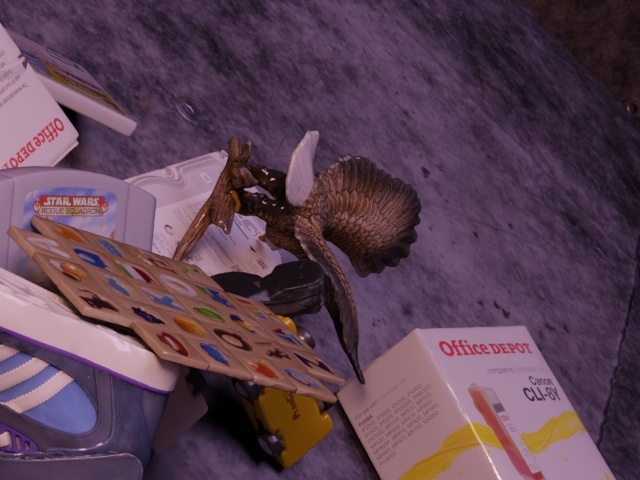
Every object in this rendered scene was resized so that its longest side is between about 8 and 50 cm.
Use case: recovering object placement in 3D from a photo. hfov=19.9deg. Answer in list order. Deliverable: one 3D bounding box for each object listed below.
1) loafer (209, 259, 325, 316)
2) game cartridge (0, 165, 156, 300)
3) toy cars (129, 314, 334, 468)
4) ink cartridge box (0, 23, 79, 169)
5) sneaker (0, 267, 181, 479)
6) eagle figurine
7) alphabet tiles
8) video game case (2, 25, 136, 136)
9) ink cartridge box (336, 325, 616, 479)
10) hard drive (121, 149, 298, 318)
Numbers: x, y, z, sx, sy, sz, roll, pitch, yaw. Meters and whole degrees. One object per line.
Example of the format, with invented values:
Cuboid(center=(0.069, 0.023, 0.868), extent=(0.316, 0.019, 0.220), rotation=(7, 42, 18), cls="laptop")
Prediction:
Cuboid(center=(-0.076, 0.071, 2.062), extent=(0.062, 0.170, 0.061), rotation=(-97, 180, -52), cls="loafer")
Cuboid(center=(-0.283, 0.022, 1.911), extent=(0.062, 0.198, 0.297), rotation=(13, 8, 34), cls="game cartridge")
Cuboid(center=(-0.127, 0.147, 2.012), extent=(0.087, 0.176, 0.393), rotation=(27, 9, 42), cls="toy cars")
Cuboid(center=(-0.408, -0.162, 1.969), extent=(0.273, 0.114, 0.197), rotation=(55, 26, -12), cls="ink cartridge box")
Cuboid(center=(-0.306, 0.155, 1.662), extent=(0.322, 0.236, 0.130), rotation=(25, 4, -20), cls="sneaker")
Cuboid(center=(-0.003, -0.001, 2.189), extent=(0.298, 0.226, 0.225), rotation=(34, 10, -16), cls="eagle figurine")
Cuboid(center=(-0.138, 0.068, 1.815), extent=(0.342, 0.011, 0.285), rotation=(20, 14, -42), cls="alphabet tiles")
Cuboid(center=(-0.341, -0.207, 2.194), extent=(0.212, 0.023, 0.193), rotation=(26, 11, -37), cls="video game case")
Cuboid(center=(0.228, 0.302, 2.287), extent=(0.279, 0.160, 0.385), rotation=(3, 51, -53), cls="ink cartridge box")
Cuboid(center=(-0.145, 0.018, 2.224), extent=(0.237, 0.064, 0.339), rotation=(53, 27, 8), cls="hard drive")
